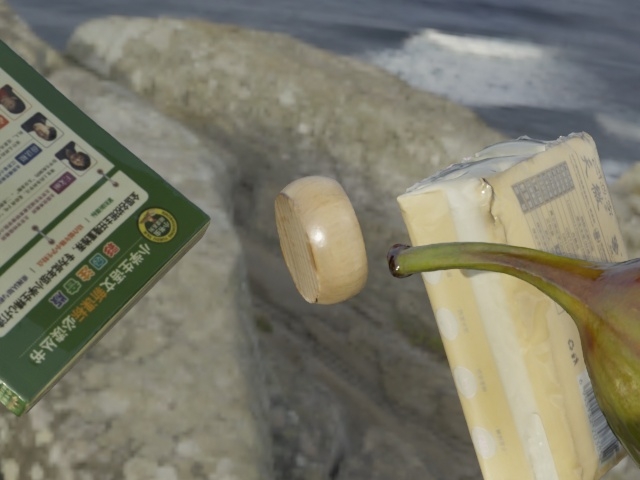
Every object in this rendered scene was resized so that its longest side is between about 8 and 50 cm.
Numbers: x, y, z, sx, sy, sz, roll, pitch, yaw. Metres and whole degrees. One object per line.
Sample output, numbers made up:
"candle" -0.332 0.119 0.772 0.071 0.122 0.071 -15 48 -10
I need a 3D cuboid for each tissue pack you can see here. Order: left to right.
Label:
"tissue pack" 0.149 0.044 0.875 0.090 0.222 0.186 -16 7 35

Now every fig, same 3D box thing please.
"fig" 0.137 0.037 0.587 0.236 0.124 0.124 27 31 21

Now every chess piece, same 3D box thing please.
"chess piece" 0.000 0.000 0.822 0.038 0.084 0.084 -15 30 -16

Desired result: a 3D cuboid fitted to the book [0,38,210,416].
"book" -0.228 -0.037 0.846 0.264 0.027 0.202 40 49 1
